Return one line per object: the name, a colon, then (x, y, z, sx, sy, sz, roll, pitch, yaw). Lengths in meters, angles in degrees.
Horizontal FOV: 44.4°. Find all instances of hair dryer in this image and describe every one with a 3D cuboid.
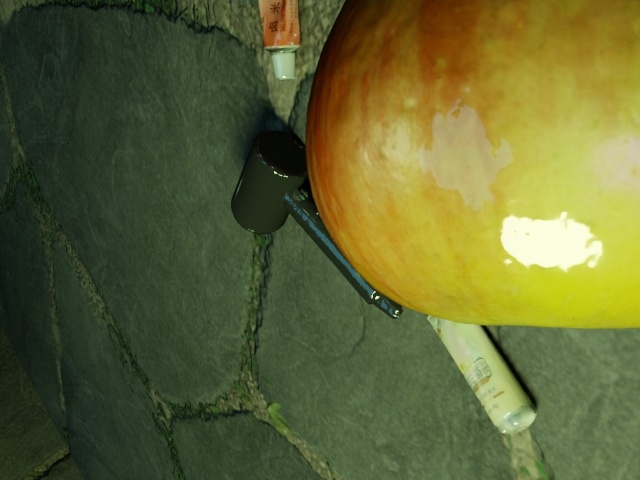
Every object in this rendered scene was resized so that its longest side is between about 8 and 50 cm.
hair dryer: (0.001, -0.001, 0.861, 0.248, 0.071, 0.114, 47, 139, 16)

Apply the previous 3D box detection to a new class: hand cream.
hand cream: (0.148, 0.112, 0.728, 0.143, 0.039, 0.061, 58, 146, 25)
hand cream: (-0.044, -0.274, 0.803, 0.052, 0.038, 0.216, 0, 105, 25)

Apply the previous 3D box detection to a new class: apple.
apple: (0.134, -0.069, 0.447, 0.286, 0.286, 0.232, -2, 86, 54)
